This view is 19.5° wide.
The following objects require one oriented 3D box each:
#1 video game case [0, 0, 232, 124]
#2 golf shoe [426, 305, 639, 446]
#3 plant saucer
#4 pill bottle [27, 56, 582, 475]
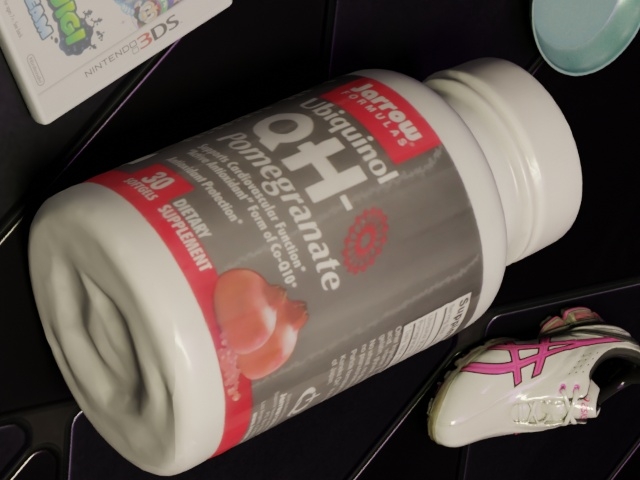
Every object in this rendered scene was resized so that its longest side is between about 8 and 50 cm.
[{"bbox_3d":[-0.129,-0.165,1.047,0.143,0.019,0.157,-36,129,-22],"label":"video game case"},{"bbox_3d":[0.163,0.107,1.376,0.186,0.086,0.067,-24,126,-28],"label":"golf shoe"},{"bbox_3d":[0.185,-0.176,1.303,0.119,0.021,0.119,-18,121,-34],"label":"plant saucer"},{"bbox_3d":[0.000,0.000,1.125,0.318,0.176,0.176,-25,125,-29],"label":"pill bottle"}]
